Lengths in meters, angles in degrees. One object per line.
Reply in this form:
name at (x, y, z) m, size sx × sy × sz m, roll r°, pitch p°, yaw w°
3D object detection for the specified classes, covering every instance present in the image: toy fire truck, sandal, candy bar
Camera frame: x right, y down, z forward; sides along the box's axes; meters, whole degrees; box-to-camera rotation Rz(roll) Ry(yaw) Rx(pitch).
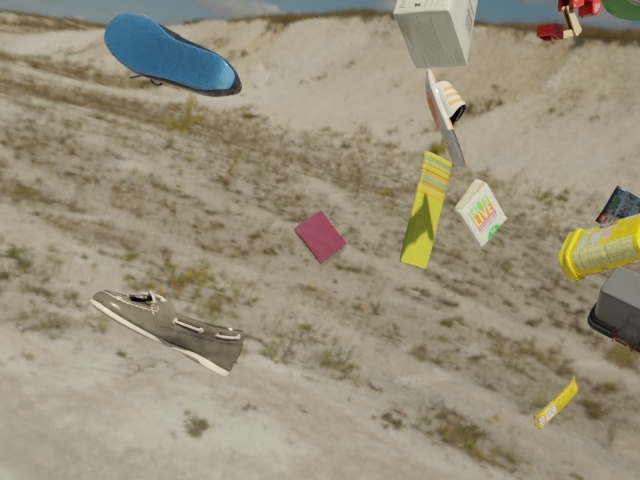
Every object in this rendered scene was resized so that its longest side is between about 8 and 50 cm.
toy fire truck at (0.581, -0.525, 1.721) m, size 0.192 × 0.135 × 0.047 m, roll -3°, pitch 5°, yaw -36°
sandal at (0.323, -0.296, 1.802) m, size 0.076 × 0.265 × 0.102 m, roll -19°, pitch -12°, yaw 0°
candy bar at (0.518, 0.356, 1.622) m, size 0.161 × 0.040 × 0.018 m, roll -32°, pitch 25°, yaw -31°

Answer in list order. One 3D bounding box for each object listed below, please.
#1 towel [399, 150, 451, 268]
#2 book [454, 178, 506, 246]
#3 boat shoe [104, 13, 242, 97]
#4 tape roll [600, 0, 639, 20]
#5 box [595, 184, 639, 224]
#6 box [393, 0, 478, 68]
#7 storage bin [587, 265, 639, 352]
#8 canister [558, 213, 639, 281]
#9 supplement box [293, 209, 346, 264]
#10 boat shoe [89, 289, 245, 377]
towel at (0.217, -0.063, 1.550) m, size 0.021 × 0.237 × 0.102 m, roll 11°, pitch -4°, yaw 41°
book at (0.380, -0.063, 1.764) m, size 0.035 × 0.096 × 0.144 m, roll 32°, pitch -11°, yaw 49°
boat shoe at (-0.246, -0.288, 1.226) m, size 0.258 × 0.109 × 0.089 m, roll 34°, pitch 4°, yaw 20°
tape roll at (0.667, -0.544, 1.373) m, size 0.321 × 0.077 × 0.321 m, roll -10°, pitch -24°, yaw -5°
box at (0.758, -0.065, 1.836) m, size 0.114 × 0.036 × 0.207 m, roll 34°, pitch 35°, yaw 15°
box at (0.247, -0.490, 1.560) m, size 0.119 × 0.181 × 0.182 m, roll 3°, pitch -24°, yaw 25°
storage bin at (0.465, 0.105, 1.086) m, size 0.135 × 0.098 × 0.091 m, roll 29°, pitch -24°, yaw 34°
canister at (0.583, 0.012, 1.494) m, size 0.170 × 0.073 × 0.126 m, roll -21°, pitch 20°, yaw 46°
supplement box at (0.000, 0.000, 1.775) m, size 0.104 × 0.081 × 0.188 m, roll 53°, pitch -3°, yaw 4°
boat shoe at (-0.264, 0.144, 1.331) m, size 0.112 × 0.095 × 0.335 m, roll 17°, pitch -15°, yaw 44°
